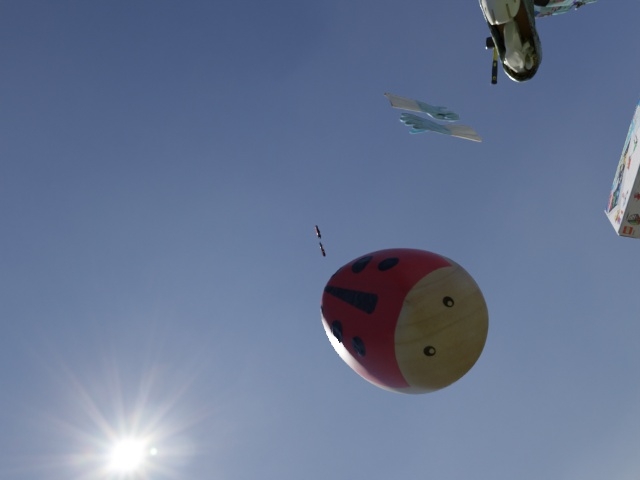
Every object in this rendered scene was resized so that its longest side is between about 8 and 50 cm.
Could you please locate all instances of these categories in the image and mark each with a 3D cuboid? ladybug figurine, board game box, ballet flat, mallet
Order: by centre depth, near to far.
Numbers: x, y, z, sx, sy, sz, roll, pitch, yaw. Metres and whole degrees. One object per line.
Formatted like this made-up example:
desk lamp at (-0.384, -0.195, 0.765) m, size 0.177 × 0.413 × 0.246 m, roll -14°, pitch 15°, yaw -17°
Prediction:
ballet flat at (0.255, -0.294, 0.726) m, size 0.070 × 0.070 × 0.188 m, roll -49°, pitch -56°, yaw -12°
ladybug figurine at (0.138, 0.149, 1.132) m, size 0.162 × 0.449 × 0.305 m, roll 25°, pitch -101°, yaw -31°
board game box at (0.735, -0.177, 1.240) m, size 0.193 × 0.053 × 0.305 m, roll -46°, pitch -35°, yaw -63°
mallet at (0.551, -0.561, 1.674) m, size 0.039 × 0.062 × 0.189 m, roll 55°, pitch -146°, yaw -56°

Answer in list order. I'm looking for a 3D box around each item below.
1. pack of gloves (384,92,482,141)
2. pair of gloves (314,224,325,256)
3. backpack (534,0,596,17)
pack of gloves at (0.298, -0.324, 1.482) m, size 0.232 × 0.195 × 0.046 m, roll 7°, pitch -54°, yaw -20°
pair of gloves at (0.000, 0.000, 1.408) m, size 0.010 × 0.074 × 0.083 m, roll -15°, pitch -82°, yaw -2°
backpack at (0.564, -0.644, 1.241) m, size 0.254 × 0.191 × 0.225 m, roll -17°, pitch -105°, yaw -11°
